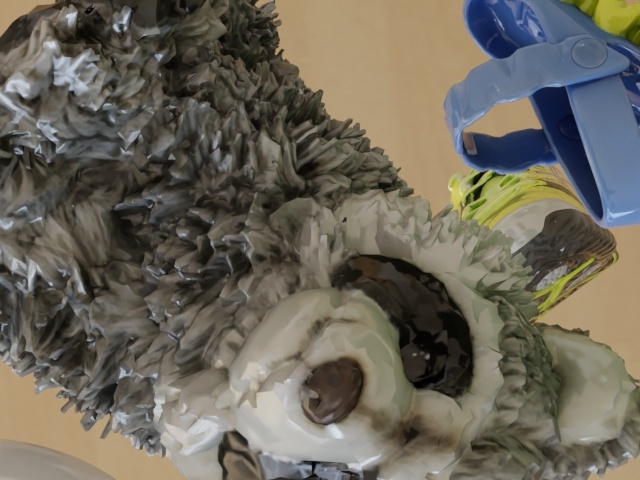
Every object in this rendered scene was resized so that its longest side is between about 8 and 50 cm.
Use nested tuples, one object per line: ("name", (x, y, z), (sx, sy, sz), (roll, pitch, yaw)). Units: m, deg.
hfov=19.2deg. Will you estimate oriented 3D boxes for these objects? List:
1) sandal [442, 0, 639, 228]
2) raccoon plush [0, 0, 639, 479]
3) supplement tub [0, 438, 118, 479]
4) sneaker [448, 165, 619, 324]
("sandal", (0.196, -0.053, 1.076), (0.317, 0.126, 0.138), (29, 64, 23))
("raccoon plush", (0.000, 0.000, 0.881), (0.299, 0.446, 0.216), (38, 111, -1))
("supplement tub", (-0.204, 0.262, 1.065), (0.241, 0.331, 0.241), (6, 68, -14))
("sneaker", (0.159, -0.005, 1.610), (0.145, 0.385, 0.147), (-37, 83, 4))
